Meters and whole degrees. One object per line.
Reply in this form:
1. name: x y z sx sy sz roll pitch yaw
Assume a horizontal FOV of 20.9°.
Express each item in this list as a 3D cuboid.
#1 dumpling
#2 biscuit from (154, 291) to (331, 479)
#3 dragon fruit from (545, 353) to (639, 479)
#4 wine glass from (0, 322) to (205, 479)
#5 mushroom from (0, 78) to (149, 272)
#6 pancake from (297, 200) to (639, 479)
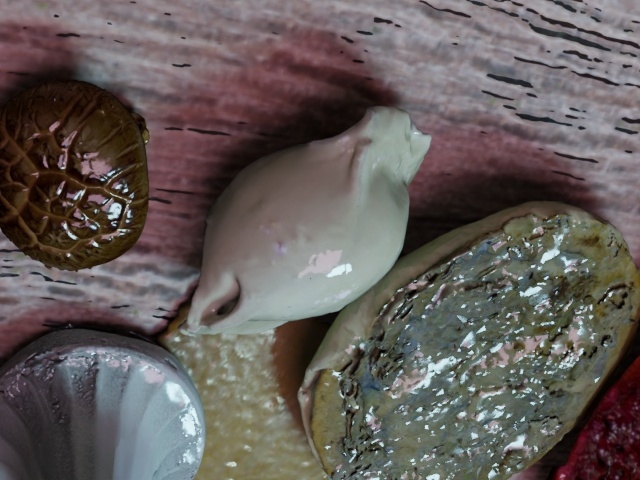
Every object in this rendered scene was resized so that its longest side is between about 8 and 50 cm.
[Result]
1. dumpling: -0.003 -0.001 1.134 0.181 0.111 0.155 -23 160 28
2. biscuit: -0.053 0.150 1.265 0.232 0.013 0.237 30 111 -29
3. dragon fruit: 0.357 0.231 1.247 0.249 0.371 0.386 -1 92 -39
4. wine glass: -0.147 0.172 1.131 0.165 0.196 0.165 -5 121 -8
5. mushroom: -0.155 -0.039 1.070 0.109 0.085 0.126 -12 119 -7
6. pancake: 0.111 0.085 1.225 0.282 0.049 0.282 -14 133 -16
